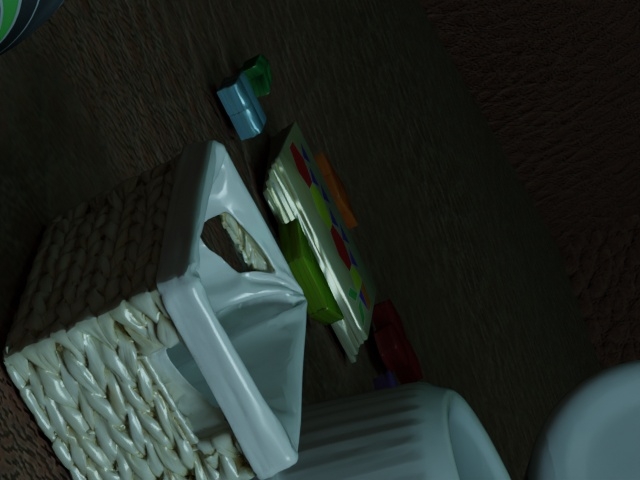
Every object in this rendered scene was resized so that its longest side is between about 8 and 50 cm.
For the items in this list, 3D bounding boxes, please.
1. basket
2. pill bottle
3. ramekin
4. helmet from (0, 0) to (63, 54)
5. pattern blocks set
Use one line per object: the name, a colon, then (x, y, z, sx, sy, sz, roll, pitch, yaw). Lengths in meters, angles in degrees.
basket: (-0.076, 0.042, 0.867, 0.167, 0.103, 0.113, -86, 151, -64)
pill bottle: (0.246, 0.266, 1.405, 0.363, 0.210, 0.210, 93, -16, -56)
ramekin: (0.062, 0.212, 1.109, 0.273, 0.127, 0.273, 61, 12, -24)
helmet: (-0.162, -0.142, 0.680, 0.169, 0.161, 0.169, -23, 90, -79)
pattern blocks set: (0.000, 0.000, 1.487, 0.285, 0.026, 0.325, -47, 113, -78)
